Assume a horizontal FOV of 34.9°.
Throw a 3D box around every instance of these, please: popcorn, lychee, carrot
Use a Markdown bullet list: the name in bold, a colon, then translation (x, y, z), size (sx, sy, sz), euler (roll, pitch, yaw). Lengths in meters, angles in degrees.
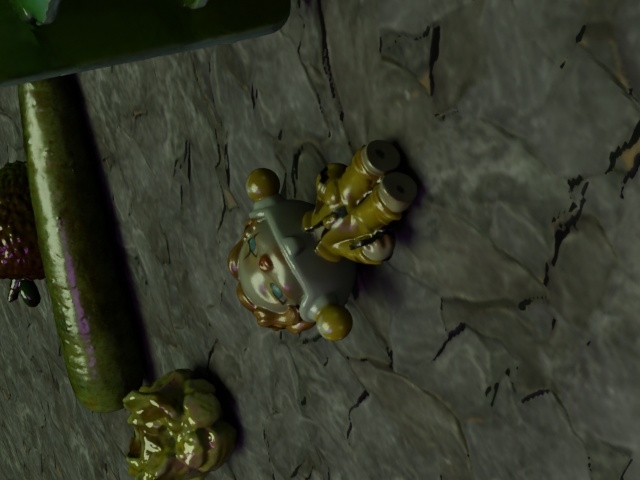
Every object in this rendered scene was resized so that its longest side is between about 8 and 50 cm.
- **popcorn**: translation (-0.123, 0.161, 0.863), size (0.109, 0.089, 0.097), euler (103, 148, -50)
- **lychee**: translation (-0.299, -0.007, 1.020), size (0.114, 0.114, 0.146), euler (7, 95, 58)
- **carrot**: translation (-0.226, -0.007, 0.941), size (0.074, 0.074, 0.358), euler (20, 123, 54)

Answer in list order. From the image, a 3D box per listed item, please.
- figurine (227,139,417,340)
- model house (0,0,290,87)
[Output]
- **figurine**: translation (-0.002, -0.005, 0.567), size (0.101, 0.068, 0.143), euler (44, 131, 32)
- **model house**: translation (-0.116, -0.273, 0.408), size (0.358, 0.242, 0.313), euler (63, 148, 14)
